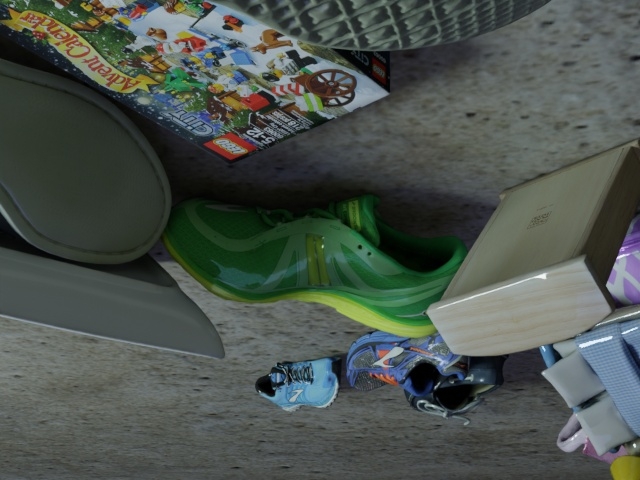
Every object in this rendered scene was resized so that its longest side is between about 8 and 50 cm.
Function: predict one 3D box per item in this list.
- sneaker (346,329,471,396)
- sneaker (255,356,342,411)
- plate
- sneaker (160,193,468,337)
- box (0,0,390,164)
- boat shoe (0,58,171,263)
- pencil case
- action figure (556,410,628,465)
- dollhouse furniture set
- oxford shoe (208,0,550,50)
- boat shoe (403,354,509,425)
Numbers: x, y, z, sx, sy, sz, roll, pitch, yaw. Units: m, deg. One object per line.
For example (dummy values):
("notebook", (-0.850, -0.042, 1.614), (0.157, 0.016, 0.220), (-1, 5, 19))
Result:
("sneaker", (0.103, 0.152, 1.181), (0.083, 0.087, 0.221), (17, 150, -28))
("sneaker", (-0.032, 0.193, 1.300), (0.073, 0.064, 0.162), (22, 147, -30))
("plate", (-0.242, 0.013, 0.832), (0.277, 0.045, 0.277), (16, -172, -29))
("sneaker", (0.000, 0.000, 0.889), (0.295, 0.109, 0.124), (13, 126, -16))
("box", (-0.084, -0.139, 0.643), (0.159, 0.044, 0.233), (-20, 147, 36))
("boat shoe", (-0.256, -0.075, 0.711), (0.113, 0.127, 0.340), (17, 177, 39))
("pencil case", (0.293, 0.015, 0.894), (0.206, 0.086, 0.088), (-23, 160, 39))
("action figure", (0.412, 0.157, 1.131), (0.275, 0.248, 0.370), (18, 165, 31))
("dollhouse furniture set", (0.286, 0.091, 0.766), (0.286, 0.198, 0.303), (-22, 108, 39))
("oxford shoe", (-0.032, -0.189, 0.466), (0.449, 0.130, 0.169), (0, 152, -34))
("boat shoe", (0.175, 0.192, 1.269), (0.095, 0.079, 0.254), (10, 153, -18))
